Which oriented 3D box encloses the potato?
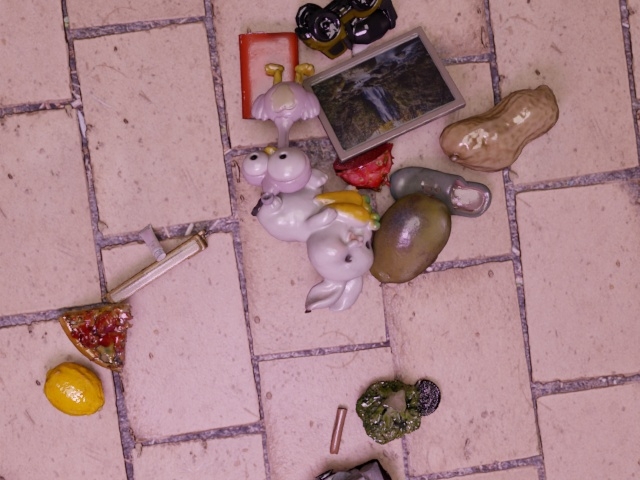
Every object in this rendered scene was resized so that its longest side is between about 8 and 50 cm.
[{"bbox_3d":[0.198,0.004,1.799,0.175,0.159,0.251,17,113,-23],"label":"potato"}]

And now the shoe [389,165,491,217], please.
[{"bbox_3d":[0.290,-0.114,1.838,0.251,0.100,0.103,9,93,-4],"label":"shoe"}]

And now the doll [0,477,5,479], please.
[{"bbox_3d":[-0.816,0.604,1.804,0.160,0.161,0.059,-9,96,-20],"label":"doll"}]

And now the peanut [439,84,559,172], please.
[{"bbox_3d":[0.423,-0.250,1.823,0.291,0.143,0.159,-28,126,-6],"label":"peanut"}]

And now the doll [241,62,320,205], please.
[{"bbox_3d":[-0.087,-0.236,1.729,0.160,0.094,0.365,2,61,10],"label":"doll"}]

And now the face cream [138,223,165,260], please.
[{"bbox_3d":[-0.396,0.005,1.830,0.038,0.020,0.115,-40,50,1],"label":"face cream"}]

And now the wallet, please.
[{"bbox_3d":[-0.120,-0.390,1.844,0.143,0.045,0.204,-3,92,-4],"label":"wallet"}]

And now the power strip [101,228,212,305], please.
[{"bbox_3d":[-0.381,0.066,1.837,0.305,0.064,0.044,-34,95,-1],"label":"power strip"}]

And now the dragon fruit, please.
[{"bbox_3d":[0.110,-0.154,1.817,0.153,0.153,0.110,-25,110,-1],"label":"dragon fruit"}]

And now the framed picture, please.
[{"bbox_3d":[0.145,-0.346,1.826,0.324,0.020,0.240,-24,71,-1],"label":"framed picture"}]

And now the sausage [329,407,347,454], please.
[{"bbox_3d":[0.043,0.462,1.881,0.026,0.026,0.116,11,92,-2],"label":"sausage"}]

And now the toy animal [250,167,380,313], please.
[{"bbox_3d":[0.002,-0.003,1.763,0.310,0.183,0.247,45,121,6],"label":"toy animal"}]

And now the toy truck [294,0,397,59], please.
[{"bbox_3d":[0.062,-0.509,1.809,0.224,0.147,0.165,-39,120,-2],"label":"toy truck"}]

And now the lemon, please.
[{"bbox_3d":[-0.574,0.350,1.815,0.155,0.114,0.114,34,90,-5],"label":"lemon"}]

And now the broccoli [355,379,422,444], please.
[{"bbox_3d":[0.165,0.397,1.833,0.162,0.138,0.145,-20,68,-22],"label":"broccoli"}]

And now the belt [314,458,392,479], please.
[{"bbox_3d":[0.036,0.621,1.810,0.289,0.184,0.164,-30,87,-6],"label":"belt"}]

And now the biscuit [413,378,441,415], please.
[{"bbox_3d":[0.250,0.383,1.884,0.089,0.027,0.087,-31,93,-1],"label":"biscuit"}]

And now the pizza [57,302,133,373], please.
[{"bbox_3d":[-0.515,0.207,1.809,0.201,0.053,0.193,37,116,-1],"label":"pizza"}]
